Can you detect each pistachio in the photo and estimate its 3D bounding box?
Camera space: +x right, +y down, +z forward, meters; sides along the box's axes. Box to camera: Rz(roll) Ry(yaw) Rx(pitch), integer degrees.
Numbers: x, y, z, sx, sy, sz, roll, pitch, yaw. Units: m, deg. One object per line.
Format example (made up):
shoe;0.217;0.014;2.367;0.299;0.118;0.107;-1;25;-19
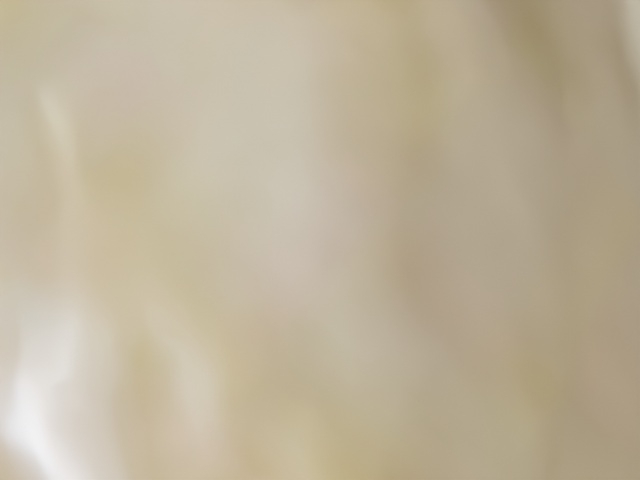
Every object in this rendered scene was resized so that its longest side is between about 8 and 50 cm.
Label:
pistachio;0.000;0.000;0.427;0.230;0.309;0.230;-6;-26;-3
